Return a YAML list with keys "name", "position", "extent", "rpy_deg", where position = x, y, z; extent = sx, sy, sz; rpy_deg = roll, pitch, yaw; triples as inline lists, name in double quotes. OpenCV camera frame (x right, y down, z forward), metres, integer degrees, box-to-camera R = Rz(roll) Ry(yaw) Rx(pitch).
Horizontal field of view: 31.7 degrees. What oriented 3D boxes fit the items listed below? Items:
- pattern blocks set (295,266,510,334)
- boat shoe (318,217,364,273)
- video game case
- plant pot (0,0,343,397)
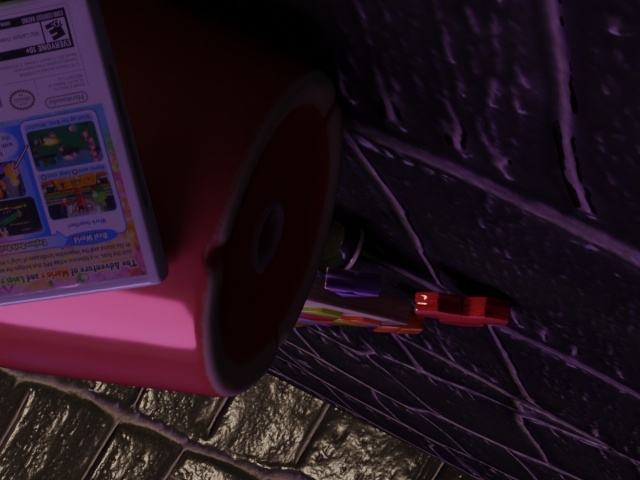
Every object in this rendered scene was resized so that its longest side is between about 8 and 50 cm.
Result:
- name: "pattern blocks set"
  position: [-0.020, 0.057, 1.005]
  extent: [0.285, 0.026, 0.325]
  rpy_deg: [12, 169, -25]
- name: "boat shoe"
  position: [-0.001, 0.002, 0.971]
  extent: [0.042, 0.049, 0.133]
  rpy_deg: [25, 175, -20]
- name: "video game case"
  position: [-0.163, -0.037, 0.541]
  extent: [0.157, 0.143, 0.019]
  rpy_deg: [-8, -163, 13]
- name: "plant pot"
  position: [-0.132, -0.035, 0.668]
  extent: [0.243, 0.275, 0.275]
  rpy_deg: [17, 165, 16]
